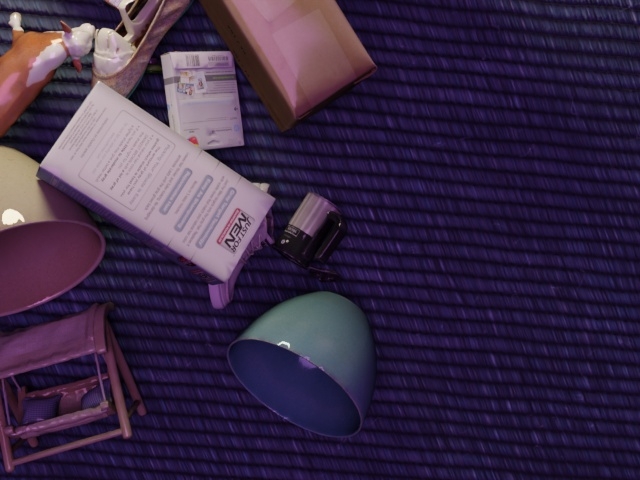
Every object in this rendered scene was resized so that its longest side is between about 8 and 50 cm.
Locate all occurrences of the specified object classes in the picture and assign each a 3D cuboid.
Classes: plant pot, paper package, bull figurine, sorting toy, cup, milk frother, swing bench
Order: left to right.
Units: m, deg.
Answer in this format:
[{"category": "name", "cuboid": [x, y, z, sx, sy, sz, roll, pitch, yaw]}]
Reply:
[{"category": "cup", "cuboid": [-0.598, -0.036, 1.572, 0.331, 0.331, 0.237, -29, 70, 1]}, {"category": "bull figurine", "cuboid": [-0.560, -0.317, 1.583, 0.310, 0.188, 0.101, -46, 137, -2]}, {"category": "swing bench", "cuboid": [-0.508, 0.277, 1.658, 0.253, 0.165, 0.254, -16, 96, 1]}, {"category": "sorting toy", "cuboid": [-0.305, -0.349, 1.649, 0.102, 0.061, 0.042, -3, 96, -4]}, {"category": "paper package", "cuboid": [-0.074, -0.381, 1.524, 0.168, 0.309, 0.324, -34, 97, -5]}, {"category": "plant pot", "cuboid": [-0.007, 0.212, 1.635, 0.290, 0.290, 0.195, 37, 58, -5]}, {"category": "milk frother", "cuboid": [0.000, 0.000, 1.686, 0.129, 0.143, 0.134, 30, 82, 26]}]

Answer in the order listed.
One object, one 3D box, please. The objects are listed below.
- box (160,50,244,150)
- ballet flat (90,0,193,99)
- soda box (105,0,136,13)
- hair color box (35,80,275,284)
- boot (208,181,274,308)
[{"category": "box", "cuboid": [-0.225, -0.268, 1.634, 0.145, 0.038, 0.186, -12, 98, -39]}, {"category": "ballet flat", "cuboid": [-0.359, -0.388, 1.593, 0.108, 0.106, 0.316, 23, 77, 30]}, {"category": "soda box", "cuboid": [-0.436, -0.508, 1.627, 0.183, 0.063, 0.058, 34, 92, -5]}, {"category": "hair color box", "cuboid": [-0.291, -0.094, 1.517, 0.374, 0.113, 0.185, 34, 73, -15]}, {"category": "boot", "cuboid": [-0.153, 0.009, 1.673, 0.123, 0.095, 0.258, 2, 95, 5]}]
